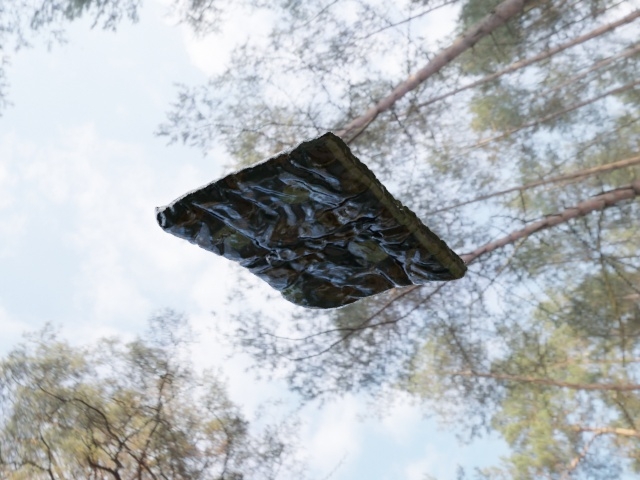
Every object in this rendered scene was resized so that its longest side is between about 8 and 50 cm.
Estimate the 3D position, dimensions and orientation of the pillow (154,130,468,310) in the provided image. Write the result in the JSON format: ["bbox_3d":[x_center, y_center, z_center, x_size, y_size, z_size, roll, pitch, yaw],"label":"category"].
[{"bbox_3d":[-0.002,0.000,0.665,0.255,0.188,0.034,35,-133,-47],"label":"pillow"}]
